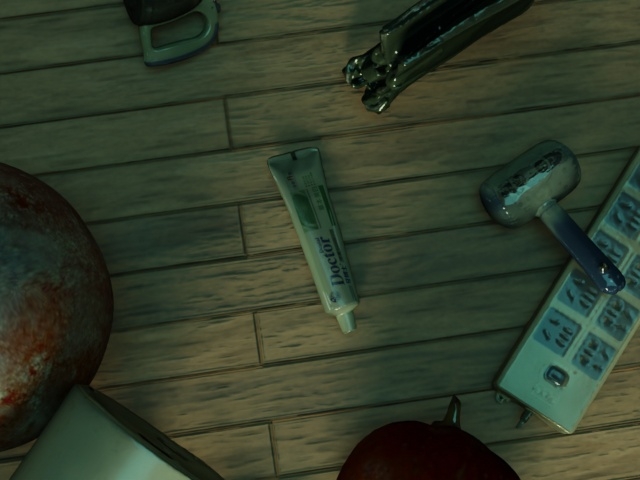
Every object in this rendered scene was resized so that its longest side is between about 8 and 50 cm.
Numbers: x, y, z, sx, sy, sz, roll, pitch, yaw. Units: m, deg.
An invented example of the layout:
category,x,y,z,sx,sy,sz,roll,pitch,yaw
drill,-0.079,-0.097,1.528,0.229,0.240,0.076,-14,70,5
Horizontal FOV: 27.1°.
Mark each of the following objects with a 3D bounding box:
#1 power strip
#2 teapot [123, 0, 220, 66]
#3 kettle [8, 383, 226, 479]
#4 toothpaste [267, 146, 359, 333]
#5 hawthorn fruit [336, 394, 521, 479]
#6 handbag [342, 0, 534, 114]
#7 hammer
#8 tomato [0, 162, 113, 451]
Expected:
category,x,y,z,sx,sy,sz,roll,pitch,yaw
power strip,0.320,0.058,1.502,0.106,0.043,0.367,33,83,2
teapot,-0.166,-0.285,1.494,0.108,0.111,0.149,-11,78,-18
kettle,-0.253,0.321,1.315,0.205,0.265,0.318,36,83,-19
toothpaste,0.000,0.000,1.500,0.064,0.041,0.218,-16,81,-15
hawthorn fruit,0.117,0.287,1.394,0.215,0.215,0.249,13,76,-1
handbag,0.150,-0.244,1.430,0.260,0.247,0.079,-36,92,-7
hammer,0.272,-0.018,1.474,0.116,0.069,0.194,-35,66,-6
tomato,-0.372,0.069,1.363,0.317,0.282,0.316,0,96,-3
